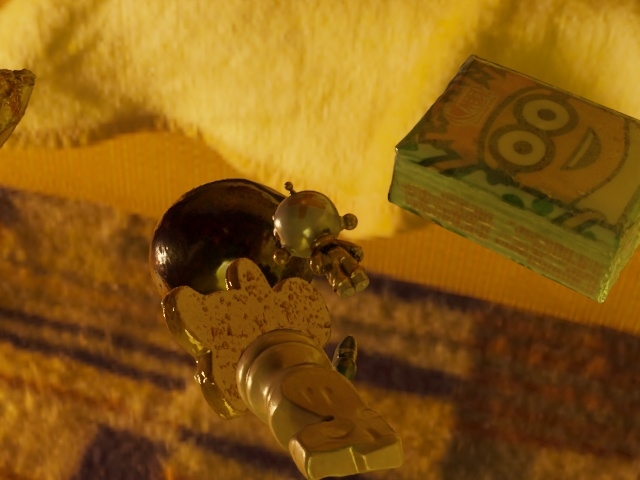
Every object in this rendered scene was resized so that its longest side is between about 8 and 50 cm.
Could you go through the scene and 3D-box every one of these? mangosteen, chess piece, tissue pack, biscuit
[{"bbox_3d":[-0.103,0.059,1.997,0.231,0.231,0.289,-14,73,-14],"label":"mangosteen"},{"bbox_3d":[-0.002,0.147,1.272,0.090,0.090,0.200,-16,21,-16],"label":"chess piece"},{"bbox_3d":[0.271,-0.087,1.887,0.311,0.128,0.228,25,49,18],"label":"tissue pack"},{"bbox_3d":[-0.067,0.095,1.528,0.240,0.035,0.158,-15,81,-57],"label":"biscuit"}]

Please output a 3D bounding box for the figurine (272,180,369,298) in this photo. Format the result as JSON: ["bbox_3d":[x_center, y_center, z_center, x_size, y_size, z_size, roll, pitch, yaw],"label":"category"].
[{"bbox_3d":[-0.004,0.003,1.682,0.101,0.068,0.143,-6,58,-4],"label":"figurine"}]

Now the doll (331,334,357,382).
[{"bbox_3d":[0.025,0.131,1.633,0.027,0.037,0.125,25,13,-4],"label":"doll"}]

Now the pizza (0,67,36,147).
[{"bbox_3d":[-0.377,-0.091,1.453,0.058,0.197,0.292,33,59,17],"label":"pizza"}]
